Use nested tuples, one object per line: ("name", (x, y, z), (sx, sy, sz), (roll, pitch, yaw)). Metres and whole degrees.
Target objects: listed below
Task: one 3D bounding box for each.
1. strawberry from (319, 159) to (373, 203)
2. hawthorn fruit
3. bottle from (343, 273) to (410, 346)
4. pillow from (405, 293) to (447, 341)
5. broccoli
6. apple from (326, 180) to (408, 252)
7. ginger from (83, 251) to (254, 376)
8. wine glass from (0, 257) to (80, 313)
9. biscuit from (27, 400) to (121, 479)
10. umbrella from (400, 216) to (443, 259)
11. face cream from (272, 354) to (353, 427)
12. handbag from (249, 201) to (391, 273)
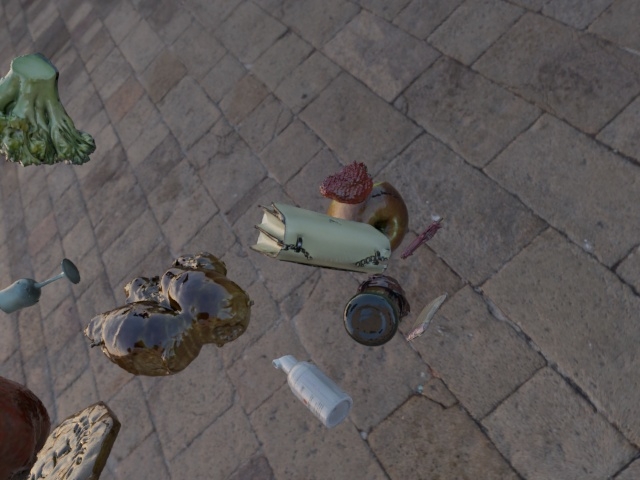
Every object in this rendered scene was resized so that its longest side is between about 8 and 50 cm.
("strawberry", (0.121, -0.192, 1.742), (0.236, 0.175, 0.106), (-38, 54, -21))
("hawthorn fruit", (-0.498, 0.249, 0.592), (0.262, 0.210, 0.211), (30, 83, -1))
("bottle", (0.154, 0.169, 1.185), (0.143, 0.271, 0.156), (1, 98, 17))
("pillow", (0.387, 0.279, 1.702), (0.038, 0.131, 0.232), (42, 50, 3))
("broccoli", (-0.683, -0.299, 1.089), (0.248, 0.288, 0.246), (56, 132, 27))
("apple", (0.206, -0.094, 2.127), (0.374, 0.374, 0.384), (32, 95, 38))
("ginger", (-0.337, 0.155, 1.029), (0.357, 0.152, 0.274), (-30, 56, -5))
("wine glass", (-0.751, 0.123, 1.242), (0.195, 0.079, 0.079), (-25, 54, -3))
("biscuit", (-0.642, 0.553, 1.133), (0.359, 0.046, 0.359), (-28, 27, 16))
("umbrella", (0.212, -0.006, 0.955), (0.165, 0.025, 0.027), (-37, 19, -36))
("face cream", (-0.046, 0.574, 1.883), (0.369, 0.145, 0.145), (34, 87, 39))
("handbag", (0.000, 0.000, 1.375), (0.236, 0.358, 0.160), (27, 105, 59))
